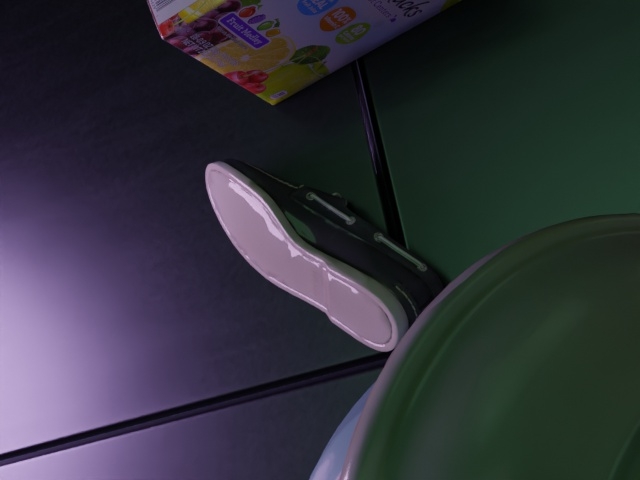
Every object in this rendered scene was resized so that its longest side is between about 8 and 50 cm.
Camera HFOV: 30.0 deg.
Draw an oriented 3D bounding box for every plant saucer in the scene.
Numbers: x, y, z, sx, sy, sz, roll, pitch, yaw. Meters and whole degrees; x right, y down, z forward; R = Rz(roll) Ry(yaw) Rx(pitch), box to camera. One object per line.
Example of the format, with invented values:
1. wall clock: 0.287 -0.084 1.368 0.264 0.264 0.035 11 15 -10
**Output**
1. plant saucer: 0.200 0.172 0.572 0.100 0.400 0.400 -27 65 61

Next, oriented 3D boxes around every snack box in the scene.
1. snack box: 0.007 -0.186 0.812 0.207 0.174 0.070 -28 73 17

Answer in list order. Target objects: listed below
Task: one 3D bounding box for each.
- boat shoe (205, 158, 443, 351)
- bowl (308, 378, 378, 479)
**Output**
1. boat shoe: 0.000 0.000 0.858 0.065 0.075 0.206 -33 56 -32
2. bowl: 0.106 0.195 0.713 0.311 0.163 0.311 -4 81 22
